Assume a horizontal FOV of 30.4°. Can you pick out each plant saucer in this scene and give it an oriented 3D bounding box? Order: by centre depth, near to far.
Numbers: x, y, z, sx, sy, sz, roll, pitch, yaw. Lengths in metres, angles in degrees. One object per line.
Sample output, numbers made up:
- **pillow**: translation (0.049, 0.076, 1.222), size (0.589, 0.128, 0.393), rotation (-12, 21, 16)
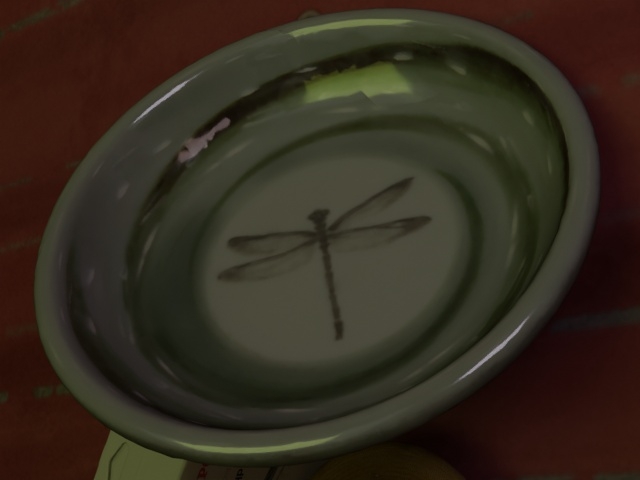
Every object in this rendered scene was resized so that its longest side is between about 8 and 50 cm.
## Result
- **plant saucer**: translation (0.000, 0.000, 0.831), size (0.400, 0.101, 0.401), rotation (-12, 46, 13)

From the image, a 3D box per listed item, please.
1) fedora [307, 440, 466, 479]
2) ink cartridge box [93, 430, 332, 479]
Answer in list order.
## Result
- **fedora**: translation (0.056, 0.240, 0.844), size (0.194, 0.079, 0.194), rotation (-9, 74, 36)
- **ink cartridge box**: translation (-0.067, 0.176, 0.884), size (0.082, 0.190, 0.140), rotation (30, 106, 38)
